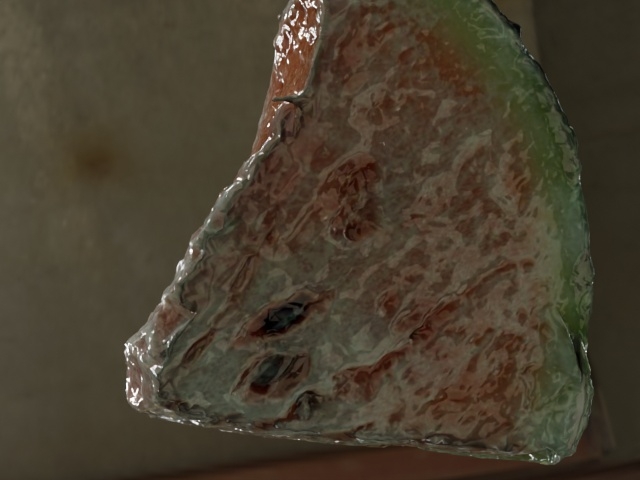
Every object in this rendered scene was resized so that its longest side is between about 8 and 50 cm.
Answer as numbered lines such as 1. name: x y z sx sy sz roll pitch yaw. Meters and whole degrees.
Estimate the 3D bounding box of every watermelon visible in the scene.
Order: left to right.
1. watermelon: 0.000 0.000 0.521 0.139 0.071 0.187 -27 -61 -14
